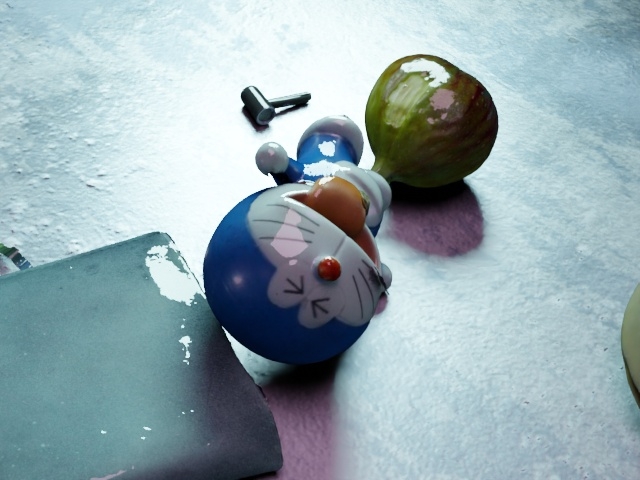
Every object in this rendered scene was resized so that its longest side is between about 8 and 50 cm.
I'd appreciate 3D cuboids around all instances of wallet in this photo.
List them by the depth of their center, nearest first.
[{"bbox_3d":[-0.200,0.117,0.932,0.251,0.054,0.290,-15,50,-28],"label":"wallet"}]

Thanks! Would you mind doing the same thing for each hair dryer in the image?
[{"bbox_3d":[-0.048,-0.165,1.244,0.083,0.026,0.047,-16,52,-26],"label":"hair dryer"}]

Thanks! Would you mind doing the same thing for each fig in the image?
[{"bbox_3d":[0.075,-0.094,1.138,0.245,0.149,0.149,-40,62,-17],"label":"fig"}]

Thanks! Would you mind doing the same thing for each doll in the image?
[{"bbox_3d":[0.000,0.000,0.987,0.215,0.161,0.256,49,41,-24],"label":"doll"}]

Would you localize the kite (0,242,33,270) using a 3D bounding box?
[{"bbox_3d":[-0.429,-0.017,1.062,0.310,0.015,0.169,38,55,25],"label":"kite"}]

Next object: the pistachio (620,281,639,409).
[{"bbox_3d":[0.387,0.123,0.951,0.197,0.166,0.288,-25,56,2],"label":"pistachio"}]
